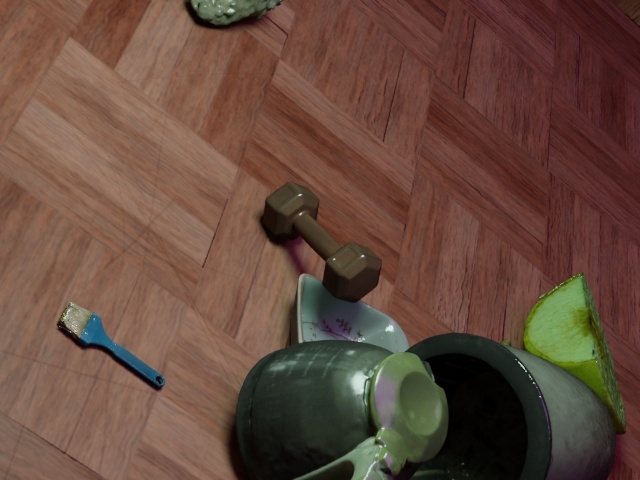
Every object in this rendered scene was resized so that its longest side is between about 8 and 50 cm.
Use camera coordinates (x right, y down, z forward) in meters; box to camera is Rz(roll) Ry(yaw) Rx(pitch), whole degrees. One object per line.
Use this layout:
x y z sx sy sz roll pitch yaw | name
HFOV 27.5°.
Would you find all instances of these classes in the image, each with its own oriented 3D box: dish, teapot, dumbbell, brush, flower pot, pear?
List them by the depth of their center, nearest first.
-0.265 0.140 1.687 0.164 0.014 0.051 39 38 -17 | brush
0.018 0.246 1.690 0.321 0.239 0.239 -20 89 -48 | teapot
0.275 0.294 1.916 0.330 0.293 0.293 13 49 -51 | flower pot
0.042 0.163 1.962 0.234 0.064 0.154 28 41 -28 | dish
0.000 0.000 1.979 0.231 0.092 0.082 45 -13 39 | dumbbell
0.457 0.234 2.312 0.239 0.139 0.288 56 21 -25 | pear

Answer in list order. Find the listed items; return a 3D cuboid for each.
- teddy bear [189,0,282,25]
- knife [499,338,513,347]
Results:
-0.182 -0.545 2.245 0.367 0.224 0.357 44 49 -13 | teddy bear
0.391 0.324 2.235 0.343 0.027 0.061 60 27 9 | knife
